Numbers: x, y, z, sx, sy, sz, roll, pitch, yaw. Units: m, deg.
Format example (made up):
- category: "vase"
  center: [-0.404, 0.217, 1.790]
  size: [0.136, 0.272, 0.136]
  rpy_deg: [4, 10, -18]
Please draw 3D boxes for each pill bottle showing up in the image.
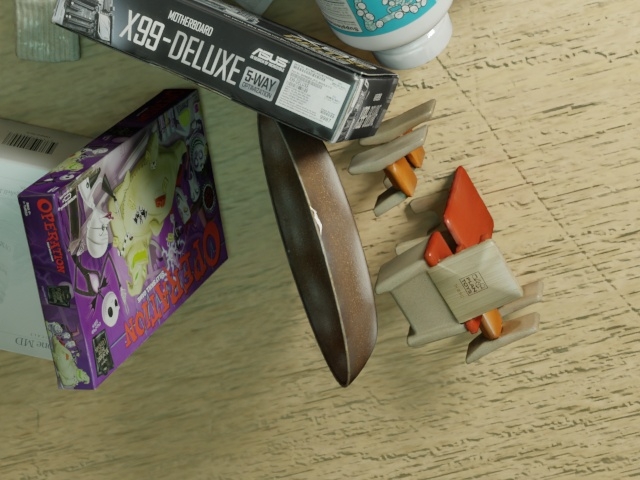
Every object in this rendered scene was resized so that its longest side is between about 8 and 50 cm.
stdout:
- category: "pill bottle"
  center: [0.049, -0.295, 1.776]
  size: [0.146, 0.146, 0.264]
  rpy_deg: [-22, 136, 10]

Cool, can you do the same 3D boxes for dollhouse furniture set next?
- category: "dollhouse furniture set"
  center: [0.151, 0.002, 1.851]
  size: [0.135, 0.259, 0.262]
  rpy_deg: [-25, 109, 21]

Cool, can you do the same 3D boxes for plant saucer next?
- category: "plant saucer"
  center: [0.000, 0.000, 1.840]
  size: [0.050, 0.310, 0.311]
  rpy_deg: [-17, 109, -8]

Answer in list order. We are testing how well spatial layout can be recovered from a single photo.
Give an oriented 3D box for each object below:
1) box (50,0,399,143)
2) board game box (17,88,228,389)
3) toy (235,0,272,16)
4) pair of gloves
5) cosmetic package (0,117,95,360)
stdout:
- category: "box"
  center: [-0.087, -0.192, 1.763]
  size: [0.307, 0.242, 0.077]
  rpy_deg: [24, 100, 9]
- category: "board game box"
  center: [-0.195, -0.011, 1.816]
  size: [0.056, 0.347, 0.208]
  rpy_deg: [3, 113, 19]
- category: "toy"
  center: [-0.118, -0.355, 1.833]
  size: [0.237, 0.056, 0.137]
  rpy_deg: [34, 117, -19]
- category: "pair of gloves"
  center: [-0.368, -0.299, 1.880]
  size: [0.240, 0.042, 0.204]
  rpy_deg: [10, 110, 0]
- category: "cosmetic package"
  center: [-0.336, -0.003, 1.937]
  size: [0.224, 0.138, 0.225]
  rpy_deg: [12, 111, -1]
